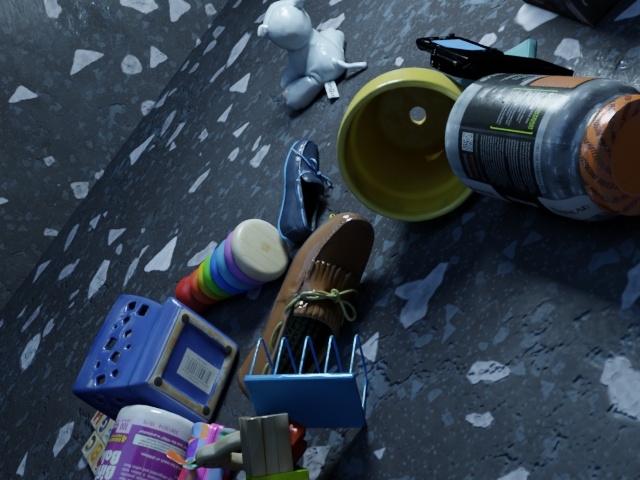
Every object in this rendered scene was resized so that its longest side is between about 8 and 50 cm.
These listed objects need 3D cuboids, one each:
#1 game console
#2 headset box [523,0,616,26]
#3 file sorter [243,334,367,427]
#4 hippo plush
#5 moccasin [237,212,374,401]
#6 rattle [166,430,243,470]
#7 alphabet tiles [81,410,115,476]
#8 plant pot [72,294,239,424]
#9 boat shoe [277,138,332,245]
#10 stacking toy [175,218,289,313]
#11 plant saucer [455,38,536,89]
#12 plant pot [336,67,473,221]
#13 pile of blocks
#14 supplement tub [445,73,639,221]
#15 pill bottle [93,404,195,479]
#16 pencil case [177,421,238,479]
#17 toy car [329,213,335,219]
[{"bbox_3d":[0.271,-0.331,1.491,0.361,0.213,0.044,-131,47,-61],"label":"game console"},{"bbox_3d":[0.404,-0.514,1.488,0.110,0.218,0.293,-48,28,10],"label":"headset box"},{"bbox_3d":[-0.017,0.219,1.307,0.170,0.118,0.105,-4,39,13],"label":"file sorter"},{"bbox_3d":[-0.067,-0.490,2.149,0.234,0.236,0.294,-44,29,14],"label":"hippo plush"},{"bbox_3d":[-0.014,0.126,1.459,0.380,0.139,0.147,-56,29,-6],"label":"moccasin"},{"bbox_3d":[-0.144,0.388,1.347,0.199,0.130,0.143,-13,72,-2],"label":"rattle"},{"bbox_3d":[-0.441,0.379,1.944,0.343,0.011,0.285,-56,28,-7],"label":"alphabet tiles"},{"bbox_3d":[-0.314,0.256,1.675,0.212,0.236,0.236,-11,48,42],"label":"plant pot"},{"bbox_3d":[-0.022,-0.109,1.812,0.089,0.109,0.259,-17,60,38],"label":"boat shoe"},{"bbox_3d":[-0.215,0.080,1.851,0.330,0.141,0.141,-34,32,44],"label":"stacking toy"},{"bbox_3d":[0.329,-0.323,1.595,0.192,0.018,0.067,-27,37,41],"label":"plant saucer"},{"bbox_3d":[0.167,-0.195,1.477,0.254,0.254,0.239,-38,15,24],"label":"plant pot"},{"bbox_3d":[-0.035,0.410,1.193,0.149,0.112,0.362,106,156,-55],"label":"pile of blocks"},{"bbox_3d":[0.336,-0.136,1.178,0.194,0.193,0.316,-54,27,-4],"label":"supplement tub"},{"bbox_3d":[-0.336,0.467,1.506,0.169,0.169,0.302,-19,46,46],"label":"pill bottle"},{"bbox_3d":[-0.207,0.432,1.438,0.104,0.104,0.236,-28,37,38],"label":"pencil case"},{"bbox_3d":[0.000,0.000,1.689,0.060,0.040,0.122,-22,40,44],"label":"toy car"}]
